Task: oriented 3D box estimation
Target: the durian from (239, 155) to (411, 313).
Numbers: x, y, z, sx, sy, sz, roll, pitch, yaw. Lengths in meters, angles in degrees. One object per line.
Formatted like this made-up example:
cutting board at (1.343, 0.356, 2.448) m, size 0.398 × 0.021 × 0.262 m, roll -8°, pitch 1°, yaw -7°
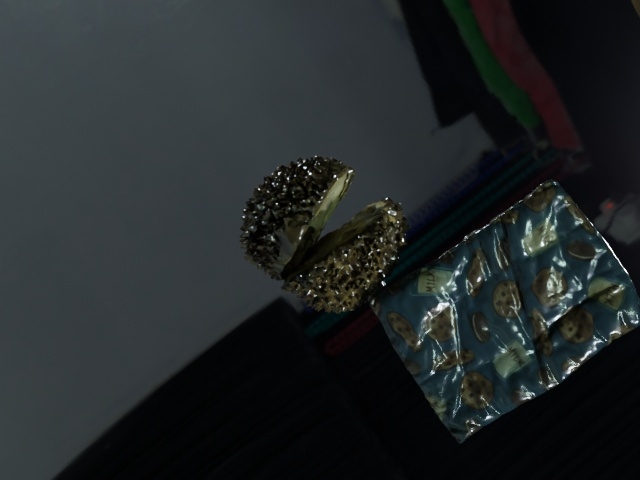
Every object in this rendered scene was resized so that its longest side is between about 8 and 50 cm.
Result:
durian at (0.000, 0.000, 0.990) m, size 0.196 × 0.167 × 0.196 m, roll 23°, pitch -52°, yaw 33°

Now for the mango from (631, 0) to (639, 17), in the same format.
mango at (0.291, -0.095, 0.385) m, size 0.329 × 0.176 × 0.176 m, roll 47°, pitch -15°, yaw 28°

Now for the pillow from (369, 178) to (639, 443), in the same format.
pillow at (0.203, 0.075, 0.924) m, size 0.189 × 0.255 × 0.034 m, roll 56°, pitch 3°, yaw 4°
